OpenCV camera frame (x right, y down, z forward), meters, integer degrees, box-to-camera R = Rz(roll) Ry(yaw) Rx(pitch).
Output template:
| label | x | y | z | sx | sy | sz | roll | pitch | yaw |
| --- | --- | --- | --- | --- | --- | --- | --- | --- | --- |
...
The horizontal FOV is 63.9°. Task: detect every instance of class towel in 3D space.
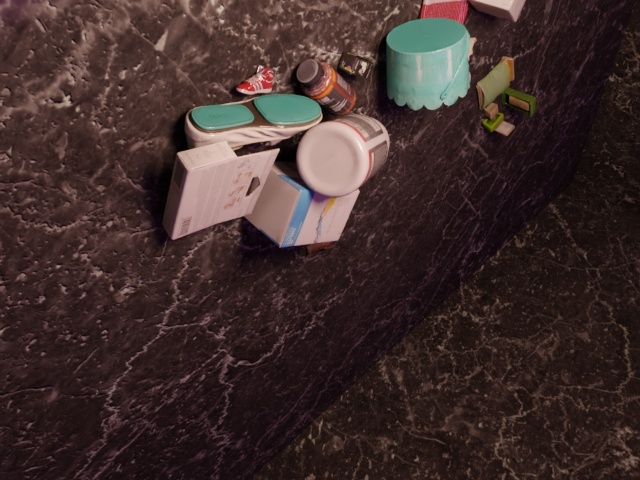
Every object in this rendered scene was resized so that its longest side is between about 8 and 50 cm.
| label | x | y | z | sx | sy | sz | roll | pitch | yaw |
| --- | --- | --- | --- | --- | --- | --- | --- | --- | --- |
| towel | 0.422 | -0.825 | 1.661 | 0.237 | 0.037 | 0.328 | -24 | 138 | -35 |

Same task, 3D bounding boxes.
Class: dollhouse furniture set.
| label | x | y | z | sx | sy | sz | roll | pitch | yaw |
| --- | --- | --- | --- | --- | --- | --- | --- | --- | --- |
| dollhouse furniture set | 0.806 | -0.613 | 2.220 | 0.197 | 0.151 | 0.301 | -48 | 147 | -6 |

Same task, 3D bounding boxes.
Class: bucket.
| label | x | y | z | sx | sy | sz | roll | pitch | yaw |
| --- | --- | --- | --- | --- | --- | --- | --- | --- | --- |
| bucket | 0.334 | -0.559 | 1.606 | 0.281 | 0.281 | 0.183 | -37 | 139 | -22 |

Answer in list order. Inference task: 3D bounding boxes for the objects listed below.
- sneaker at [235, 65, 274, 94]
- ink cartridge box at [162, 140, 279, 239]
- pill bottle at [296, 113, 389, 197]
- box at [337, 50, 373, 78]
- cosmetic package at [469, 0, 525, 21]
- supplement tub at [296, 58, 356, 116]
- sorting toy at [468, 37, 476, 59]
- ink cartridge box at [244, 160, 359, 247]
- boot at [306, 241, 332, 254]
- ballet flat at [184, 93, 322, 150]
| label | x | y | z | sx | sy | sz | roll | pitch | yaw |
| --- | --- | --- | --- | --- | --- | --- | --- | --- | --- |
| sneaker | -0.168 | -0.417 | 1.331 | 0.118 | 0.042 | 0.067 | -25 | 143 | -46 |
| ink cartridge box | -0.271 | -0.141 | 1.361 | 0.261 | 0.066 | 0.296 | -22 | 159 | -36 |
| pill bottle | 0.086 | -0.267 | 1.538 | 0.363 | 0.210 | 0.210 | -42 | 155 | -63 |
| box | 0.104 | -0.526 | 1.537 | 0.083 | 0.062 | 0.052 | -7 | 128 | -48 |
| cosmetic package | 0.603 | -0.843 | 1.711 | 0.184 | 0.152 | 0.151 | -17 | 131 | -62 |
| supplement tub | 0.014 | -0.441 | 1.471 | 0.106 | 0.106 | 0.198 | -56 | 147 | 7 |
| sorting toy | 0.559 | -0.723 | 1.921 | 0.075 | 0.045 | 0.083 | -28 | 140 | -43 |
| ink cartridge box | -0.059 | -0.119 | 1.608 | 0.270 | 0.198 | 0.197 | -6 | 126 | -47 |
| boot | 0.000 | 0.000 | 1.947 | 0.114 | 0.037 | 0.106 | -12 | 128 | -38 |
| ballet flat | -0.181 | -0.305 | 1.370 | 0.401 | 0.139 | 0.139 | -18 | 134 | -35 |
